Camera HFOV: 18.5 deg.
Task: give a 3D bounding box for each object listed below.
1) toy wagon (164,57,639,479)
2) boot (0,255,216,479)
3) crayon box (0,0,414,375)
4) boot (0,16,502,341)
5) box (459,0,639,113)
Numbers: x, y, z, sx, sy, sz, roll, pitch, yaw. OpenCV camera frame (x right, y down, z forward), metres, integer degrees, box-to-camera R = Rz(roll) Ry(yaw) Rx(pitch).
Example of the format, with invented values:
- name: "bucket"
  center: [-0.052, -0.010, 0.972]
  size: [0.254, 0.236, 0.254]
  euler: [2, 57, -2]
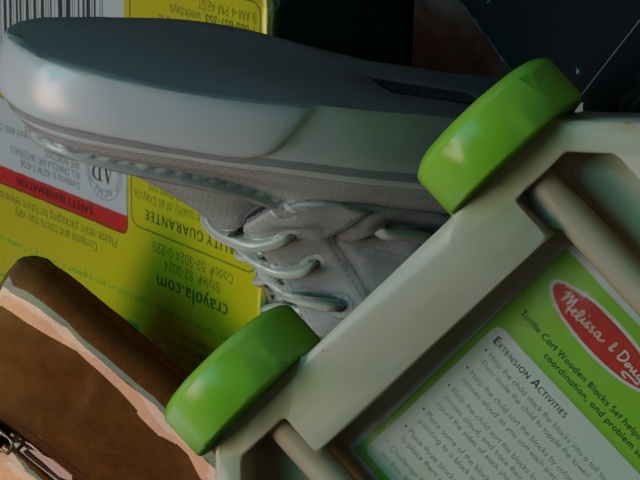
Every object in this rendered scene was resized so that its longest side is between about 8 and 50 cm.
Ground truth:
- name: "toy wagon"
  center: [0.125, 0.070, 0.600]
  size: [0.344, 0.068, 0.267]
  euler: [-44, 83, 19]
- name: "boot"
  center: [-0.060, 0.182, 0.752]
  size: [0.280, 0.096, 0.264]
  euler: [30, 115, 13]
- name: "crayon box"
  center: [-0.061, 0.029, 0.849]
  size: [0.202, 0.081, 0.318]
  euler: [21, 116, 45]
- name: "boot"
  center: [0.000, 0.000, 0.693]
  size: [0.095, 0.258, 0.123]
  euler: [44, 122, 56]
- name: "box"
  center: [0.149, -0.170, 0.661]
  size: [0.261, 0.103, 0.184]
  euler: [-53, 47, 29]
